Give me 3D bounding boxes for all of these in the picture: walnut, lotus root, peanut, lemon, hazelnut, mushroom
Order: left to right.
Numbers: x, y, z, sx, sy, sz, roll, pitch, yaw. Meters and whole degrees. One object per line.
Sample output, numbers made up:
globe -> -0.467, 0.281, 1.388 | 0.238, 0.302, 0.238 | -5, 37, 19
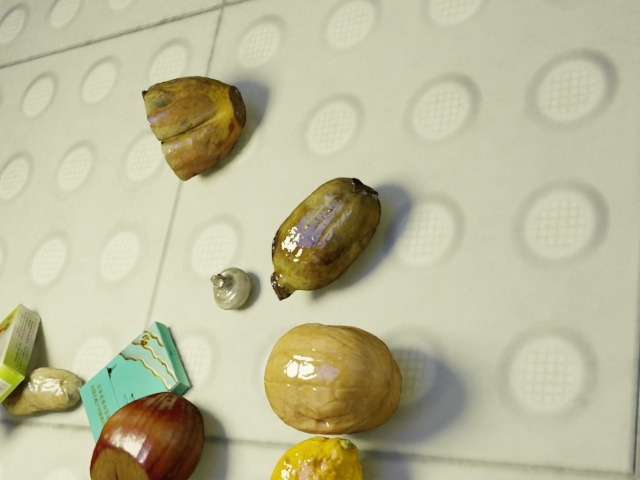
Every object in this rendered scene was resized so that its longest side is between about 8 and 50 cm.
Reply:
peanut -> -0.590, 0.319, 1.927 | 0.214, 0.099, 0.099 | -18, 58, 35
hazelnut -> -0.305, 0.373, 1.642 | 0.212, 0.181, 0.181 | -6, 96, 34
lotus root -> -0.245, -0.243, 1.888 | 0.180, 0.188, 0.199 | -16, 57, 14
mushroom -> -0.176, 0.087, 1.733 | 0.085, 0.079, 0.085 | -16, 58, 27
lemon -> -0.005, 0.378, 1.421 | 0.187, 0.142, 0.142 | -55, 47, 17
lotus root -> 0.000, 0.000, 1.615 | 0.260, 0.128, 0.145 | -51, 58, 7
walnut -> 0.018, 0.218, 1.450 | 0.226, 0.193, 0.193 | -9, 63, 42

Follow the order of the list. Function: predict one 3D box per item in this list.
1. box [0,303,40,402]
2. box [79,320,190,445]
box -> -0.699, 0.268, 1.977 | 0.175, 0.062, 0.260 | -44, 25, 12
box -> -0.369, 0.291, 1.801 | 0.229, 0.041, 0.162 | -42, 50, 13
